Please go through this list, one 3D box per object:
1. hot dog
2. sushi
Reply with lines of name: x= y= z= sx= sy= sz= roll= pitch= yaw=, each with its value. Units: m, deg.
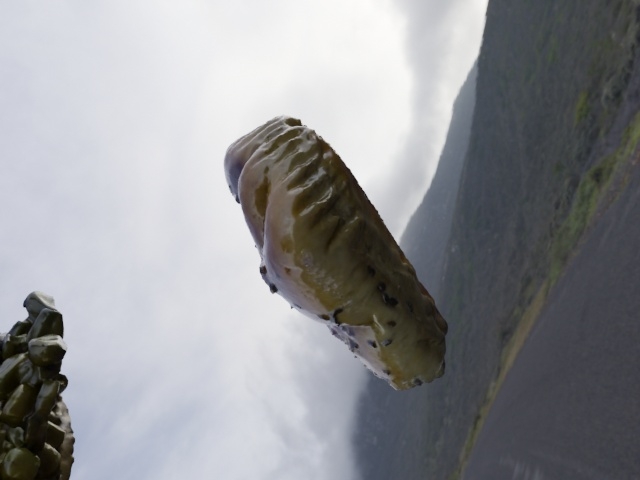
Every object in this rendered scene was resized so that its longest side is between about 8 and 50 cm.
hot dog: x=0.000 y=0.000 z=0.818 sx=0.196 sy=0.367 sz=0.365 roll=-34 pitch=-53 yaw=-3
sushi: x=-0.305 y=0.144 z=0.471 sx=0.166 sy=0.296 sz=0.179 roll=-5 pitch=-70 yaw=-27
